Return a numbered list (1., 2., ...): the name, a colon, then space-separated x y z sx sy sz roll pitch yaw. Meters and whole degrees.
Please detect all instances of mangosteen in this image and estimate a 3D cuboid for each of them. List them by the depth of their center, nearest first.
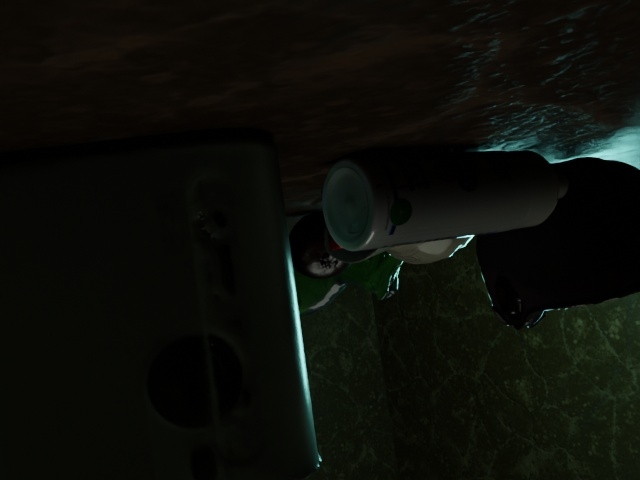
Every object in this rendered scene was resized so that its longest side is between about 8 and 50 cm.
1. mangosteen: 0.000 0.000 1.269 0.140 0.140 0.140 -8 178 0

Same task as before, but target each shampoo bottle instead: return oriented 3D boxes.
1. shampoo bottle: 0.151 -0.048 0.755 0.303 0.092 0.092 -6 177 -31

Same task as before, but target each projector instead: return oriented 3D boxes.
1. projector: -0.145 0.067 0.581 0.249 0.249 0.248 -8 178 -8

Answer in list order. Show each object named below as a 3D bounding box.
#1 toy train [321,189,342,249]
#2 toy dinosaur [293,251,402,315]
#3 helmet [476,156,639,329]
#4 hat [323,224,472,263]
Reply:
1. toy train: 0.115 -0.041 0.932 0.204 0.082 0.131 -8 180 17
2. toy dinosaur: -0.030 0.169 1.674 0.374 0.500 0.144 35 -162 37
3. helmet: 0.338 -0.012 0.972 0.271 0.197 0.338 -21 171 0
4. hat: 0.136 0.001 1.108 0.219 0.164 0.226 -11 -150 45
